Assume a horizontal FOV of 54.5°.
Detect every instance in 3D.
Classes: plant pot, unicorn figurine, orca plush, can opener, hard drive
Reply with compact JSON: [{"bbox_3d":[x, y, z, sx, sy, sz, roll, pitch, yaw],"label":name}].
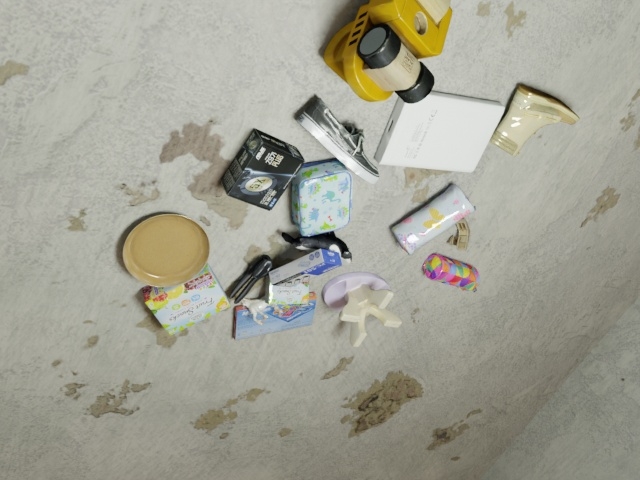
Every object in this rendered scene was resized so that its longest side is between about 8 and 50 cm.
[{"bbox_3d":[-0.425,0.024,1.723,0.236,0.032,0.236,-10,125,-15],"label":"plant pot"},{"bbox_3d":[-0.195,0.210,1.993,0.162,0.111,0.060,-15,146,-42],"label":"unicorn figurine"},{"bbox_3d":[0.000,0.000,1.925,0.287,0.102,0.151,15,160,-36],"label":"orca plush"},{"bbox_3d":[-0.217,0.117,1.916,0.186,0.059,0.073,-46,151,13],"label":"can opener"},{"bbox_3d":[0.353,-0.319,1.837,0.353,0.047,0.233,1,127,-28],"label":"hard drive"}]

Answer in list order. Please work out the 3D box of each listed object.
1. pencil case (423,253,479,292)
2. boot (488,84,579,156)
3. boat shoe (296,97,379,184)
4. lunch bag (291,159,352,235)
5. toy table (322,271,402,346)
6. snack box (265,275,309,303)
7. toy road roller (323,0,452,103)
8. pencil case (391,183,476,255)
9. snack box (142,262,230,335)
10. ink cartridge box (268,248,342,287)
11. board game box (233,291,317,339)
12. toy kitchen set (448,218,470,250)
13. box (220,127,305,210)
[{"bbox_3d":[0.479,0.122,2.262,0.236,0.104,0.104,20,117,-37],"label":"pencil case"},{"bbox_3d":[0.661,-0.353,1.932,0.262,0.095,0.203,10,123,-32],"label":"boot"},{"bbox_3d":[0.074,-0.270,1.691,0.306,0.113,0.105,38,100,-28],"label":"boat shoe"},{"bbox_3d":[0.006,-0.123,1.798,0.176,0.090,0.219,-14,134,-15],"label":"lunch bag"},{"bbox_3d":[0.152,0.223,2.135,0.274,0.161,0.252,0,128,-27],"label":"toy table"},{"bbox_3d":[-0.106,0.152,1.988,0.141,0.037,0.100,1,93,-29],"label":"snack box"},{"bbox_3d":[0.151,-0.495,1.502,0.202,0.240,0.330,31,73,-42],"label":"toy road roller"},{"bbox_3d":[0.364,-0.067,2.021,0.273,0.113,0.124,-35,179,4],"label":"pencil case"},{"bbox_3d":[-0.399,0.171,1.862,0.207,0.070,0.174,-24,135,-5],"label":"snack box"},{"bbox_3d":[-0.047,0.085,1.869,0.207,0.046,0.097,-25,158,30],"label":"ink cartridge box"},{"bbox_3d":[-0.153,0.254,2.095,0.281,0.027,0.145,-8,133,-21],"label":"board game box"},{"bbox_3d":[0.473,-0.019,2.157,0.068,0.083,0.075,1,145,29],"label":"toy kitchen set"},{"bbox_3d":[-0.155,-0.187,1.664,0.147,0.077,0.180,20,117,-38],"label":"box"}]
